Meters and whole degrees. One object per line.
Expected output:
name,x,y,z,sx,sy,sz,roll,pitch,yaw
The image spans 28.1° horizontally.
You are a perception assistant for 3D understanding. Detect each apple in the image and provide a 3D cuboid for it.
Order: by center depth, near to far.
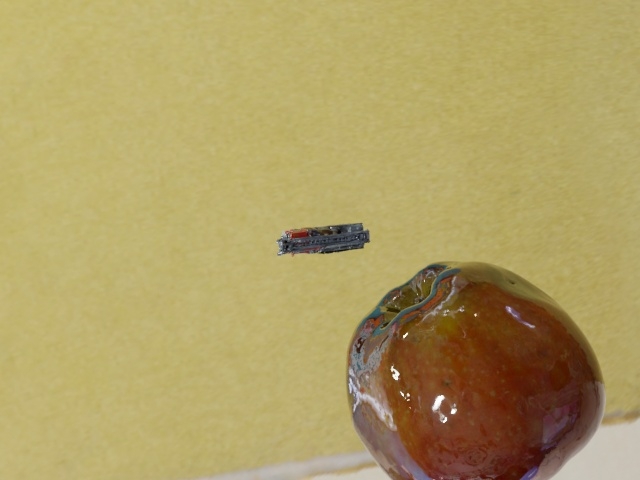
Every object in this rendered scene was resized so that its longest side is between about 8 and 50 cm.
apple,0.132,0.128,1.150,0.230,0.230,0.230,6,102,30

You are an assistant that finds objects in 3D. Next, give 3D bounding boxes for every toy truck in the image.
toy truck,0.000,0.000,1.067,0.032,0.083,0.024,-163,69,-67
